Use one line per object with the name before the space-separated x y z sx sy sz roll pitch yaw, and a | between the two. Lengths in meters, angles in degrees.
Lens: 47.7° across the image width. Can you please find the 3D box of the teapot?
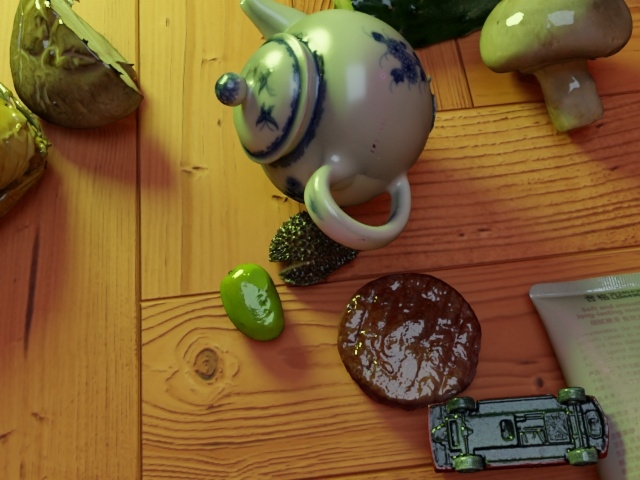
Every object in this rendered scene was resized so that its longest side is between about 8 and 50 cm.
teapot | -0.006 -0.167 0.916 0.280 0.252 0.424 5 53 -36

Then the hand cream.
hand cream | 0.373 0.200 0.844 0.185 0.118 0.359 -8 57 5

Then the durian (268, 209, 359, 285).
durian | 0.000 0.002 0.957 0.140 0.071 0.110 -4 65 -6

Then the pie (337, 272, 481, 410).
pie | 0.111 0.123 0.907 0.182 0.049 0.182 -1 64 3

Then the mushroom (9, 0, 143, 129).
mushroom | -0.384 -0.261 1.067 0.151 0.156 0.286 -44 66 9

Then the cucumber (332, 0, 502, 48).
cucumber | 0.185 -0.393 1.123 0.325 0.105 0.145 -14 65 -8

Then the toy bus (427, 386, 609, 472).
toy bus | 0.221 0.222 0.822 0.195 0.089 0.081 -7 63 7

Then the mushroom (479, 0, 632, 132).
mushroom | 0.337 -0.274 1.035 0.206 0.209 0.206 -17 37 13

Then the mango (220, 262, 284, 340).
mango | -0.085 0.081 0.927 0.073 0.056 0.108 -33 71 -8

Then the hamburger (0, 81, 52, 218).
hamburger | -0.541 -0.129 0.982 0.318 0.158 0.319 0 64 -1
